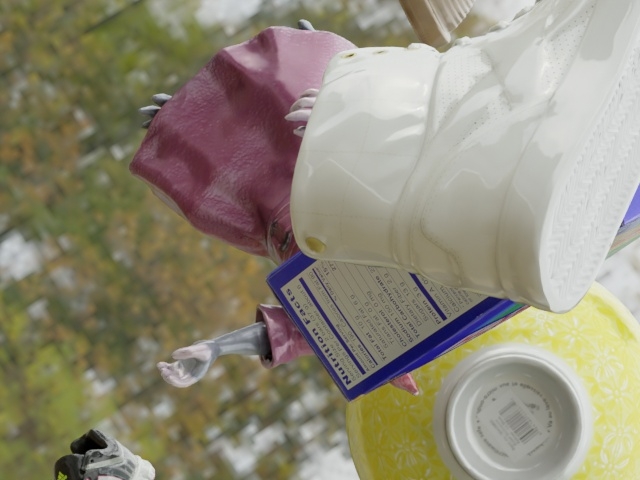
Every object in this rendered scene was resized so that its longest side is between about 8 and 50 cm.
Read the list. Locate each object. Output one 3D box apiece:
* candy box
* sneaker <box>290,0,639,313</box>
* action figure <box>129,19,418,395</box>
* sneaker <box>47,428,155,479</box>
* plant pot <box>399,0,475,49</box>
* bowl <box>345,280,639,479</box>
[{"bbox_3d":[0.157,-0.034,1.383,0.317,0.268,0.122,-37,-98,49],"label":"candy box"},{"bbox_3d":[0.092,-0.093,0.991,0.169,0.292,0.108,9,-44,31],"label":"sneaker"},{"bbox_3d":[0.000,0.000,1.638,0.276,0.248,0.370,19,29,-47],"label":"action figure"},{"bbox_3d":[-0.184,0.206,1.547,0.075,0.063,0.170,46,28,-14],"label":"sneaker"},{"bbox_3d":[0.131,-0.356,2.393,0.237,0.110,0.237,-23,90,-80],"label":"plant pot"},{"bbox_3d":[0.164,0.155,1.730,0.289,0.289,0.156,56,1,2],"label":"bowl"}]
